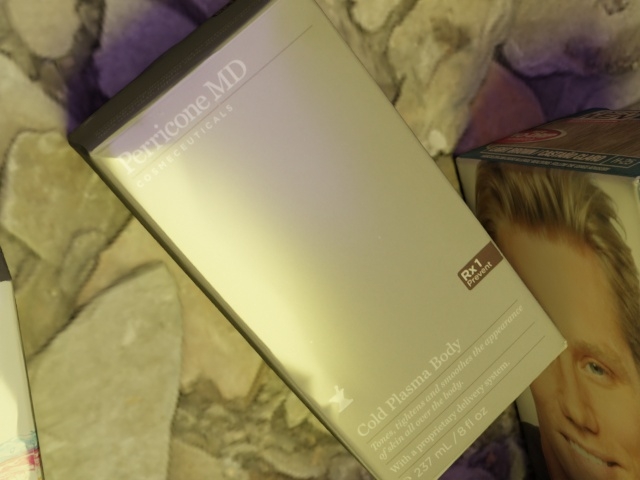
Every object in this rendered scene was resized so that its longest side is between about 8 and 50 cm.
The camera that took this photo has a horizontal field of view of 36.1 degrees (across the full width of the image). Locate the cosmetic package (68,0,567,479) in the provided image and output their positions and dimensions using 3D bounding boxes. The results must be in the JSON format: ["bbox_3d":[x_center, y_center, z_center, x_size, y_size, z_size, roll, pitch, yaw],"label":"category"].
[{"bbox_3d":[0.000,0.000,0.496,0.127,0.107,0.238,-44,113,-7],"label":"cosmetic package"}]

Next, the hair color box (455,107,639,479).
[{"bbox_3d":[0.195,0.106,0.546,0.105,0.174,0.347,-20,104,-17],"label":"hair color box"}]

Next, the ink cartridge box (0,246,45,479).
[{"bbox_3d":[-0.187,0.097,0.422,0.127,0.128,0.176,-8,99,-20],"label":"ink cartridge box"}]
